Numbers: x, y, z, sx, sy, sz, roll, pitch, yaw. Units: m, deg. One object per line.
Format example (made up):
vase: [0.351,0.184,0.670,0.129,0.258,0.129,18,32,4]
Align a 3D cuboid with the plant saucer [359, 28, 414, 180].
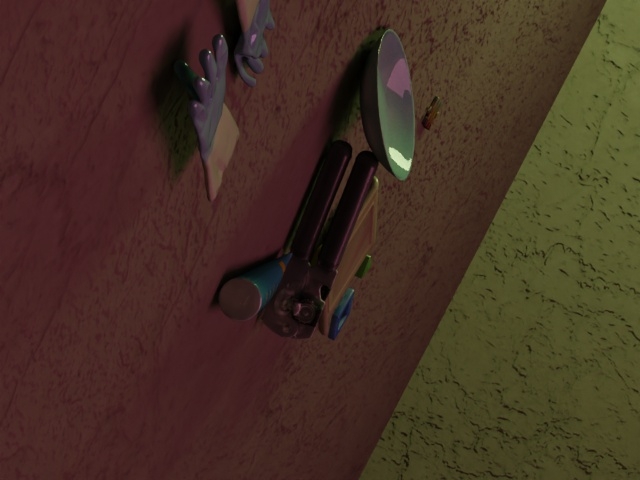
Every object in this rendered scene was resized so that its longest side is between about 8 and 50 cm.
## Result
plant saucer: [0.081,-0.172,2.048,0.195,0.037,0.195,-3,90,-73]

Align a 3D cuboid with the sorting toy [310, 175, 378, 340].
sorting toy: [0.029,0.018,2.320,0.347,0.047,0.196,90,25,-64]

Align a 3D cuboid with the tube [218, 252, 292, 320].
tube: [-0.077,0.060,1.986,0.080,0.052,0.207,-54,175,11]

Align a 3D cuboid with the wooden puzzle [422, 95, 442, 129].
wooden puzzle: [0.179,-0.204,2.555,0.049,0.006,0.083,-63,167,-2]

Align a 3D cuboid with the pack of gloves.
pack of gloves: [-0.095,-0.169,1.497,0.232,0.046,0.195,90,18,-70]

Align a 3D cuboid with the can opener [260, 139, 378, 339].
can opener: [0.000,0.000,2.118,0.095,0.076,0.283,-67,179,-74]
